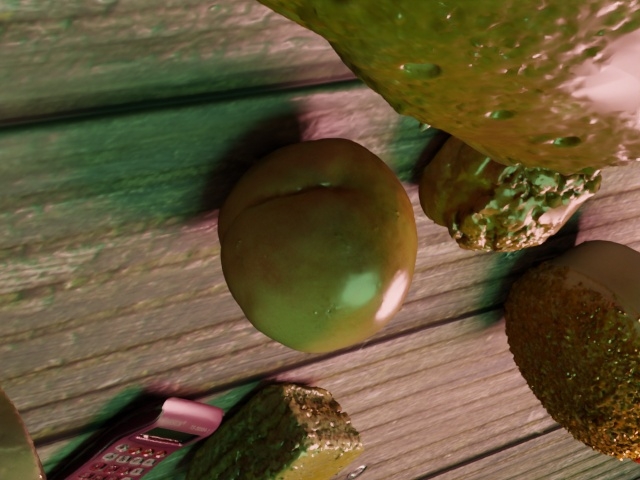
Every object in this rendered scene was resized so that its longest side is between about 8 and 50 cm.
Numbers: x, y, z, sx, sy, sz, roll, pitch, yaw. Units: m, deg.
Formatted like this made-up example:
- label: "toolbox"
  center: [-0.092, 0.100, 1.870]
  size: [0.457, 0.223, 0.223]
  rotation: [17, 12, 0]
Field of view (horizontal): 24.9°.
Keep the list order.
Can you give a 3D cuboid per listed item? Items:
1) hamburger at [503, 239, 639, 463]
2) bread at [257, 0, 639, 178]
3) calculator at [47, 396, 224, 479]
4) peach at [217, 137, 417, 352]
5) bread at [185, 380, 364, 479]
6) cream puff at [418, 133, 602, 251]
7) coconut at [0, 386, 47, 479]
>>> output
- label: "hamburger"
  center: [0.358, 0.142, 1.804]
  size: [0.179, 0.294, 0.276]
  rotation: [-41, 172, -24]
- label: "bread"
  center: [0.111, -0.182, 0.847]
  size: [0.361, 0.250, 0.394]
  rotation: [-13, 164, 34]
- label: "calculator"
  center: [-0.204, 0.224, 1.548]
  size: [0.190, 0.034, 0.126]
  rotation: [-36, 156, 14]
- label: "peach"
  center: [0.000, 0.000, 1.242]
  size: [0.184, 0.184, 0.184]
  rotation: [-28, 154, -15]
- label: "bread"
  center: [-0.062, 0.255, 1.694]
  size: [0.196, 0.102, 0.138]
  rotation: [-44, 151, 24]
- label: "cream puff"
  center: [0.196, -0.061, 1.433]
  size: [0.189, 0.129, 0.189]
  rotation: [-30, 158, -13]
- label: "coconut"
  center: [-0.326, 0.209, 1.142]
  size: [0.244, 0.239, 0.239]
  rotation: [5, 134, -46]
